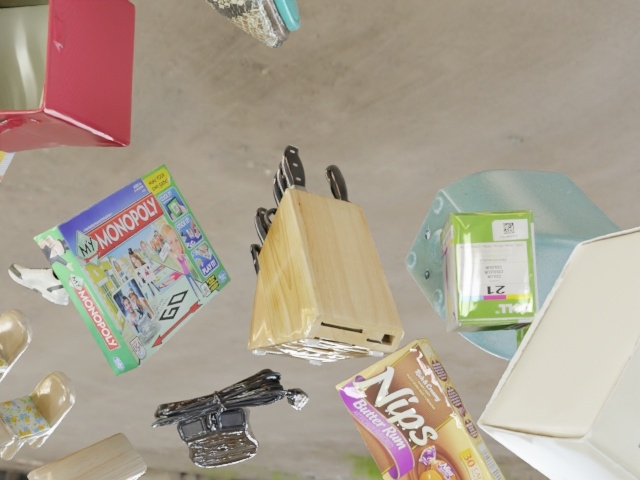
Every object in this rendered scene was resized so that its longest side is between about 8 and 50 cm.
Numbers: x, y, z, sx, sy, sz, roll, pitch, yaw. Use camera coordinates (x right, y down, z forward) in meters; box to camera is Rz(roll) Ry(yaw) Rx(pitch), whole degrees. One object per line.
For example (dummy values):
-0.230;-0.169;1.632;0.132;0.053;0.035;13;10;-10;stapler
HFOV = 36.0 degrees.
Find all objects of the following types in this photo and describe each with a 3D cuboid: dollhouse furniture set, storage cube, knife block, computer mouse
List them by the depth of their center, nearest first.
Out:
0.000;0.000;1.008;0.088;0.242;0.276;11;167;-19;knife block
-0.344;-0.217;1.158;0.184;0.215;0.193;-2;172;18;storage cube
-0.102;0.221;1.271;0.184;0.060;0.262;-16;153;1;computer mouse
-0.481;0.269;1.410;0.256;0.394;0.362;-48;163;26;dollhouse furniture set

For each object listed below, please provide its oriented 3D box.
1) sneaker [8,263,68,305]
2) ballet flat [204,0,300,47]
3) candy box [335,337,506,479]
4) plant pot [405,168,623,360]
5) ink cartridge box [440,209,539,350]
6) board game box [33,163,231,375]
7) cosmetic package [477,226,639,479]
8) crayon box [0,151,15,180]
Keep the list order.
-0.411;0.056;1.454;0.109;0.043;0.040;24;-175;15;sneaker
-0.149;-0.391;0.826;0.182;0.482;0.164;-10;-163;6;ballet flat
0.110;0.212;1.068;0.109;0.186;0.053;-32;167;16;candy box
0.285;0.034;1.533;0.252;0.247;0.247;8;119;-27;plant pot
0.203;0.103;1.182;0.097;0.255;0.189;-2;172;3;ink cartridge box
-0.255;0.030;1.409;0.046;0.213;0.317;-24;-170;24;board game box
0.265;0.135;0.594;0.296;0.153;0.129;38;163;-10;cosmetic package
-0.705;-0.195;2.088;0.083;0.323;0.203;28;180;-9;crayon box
